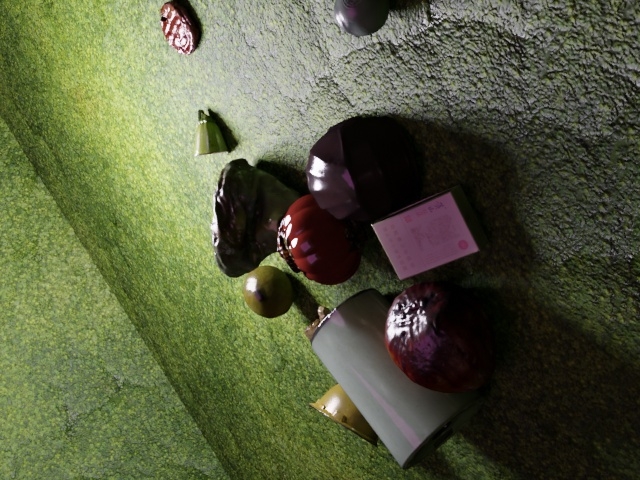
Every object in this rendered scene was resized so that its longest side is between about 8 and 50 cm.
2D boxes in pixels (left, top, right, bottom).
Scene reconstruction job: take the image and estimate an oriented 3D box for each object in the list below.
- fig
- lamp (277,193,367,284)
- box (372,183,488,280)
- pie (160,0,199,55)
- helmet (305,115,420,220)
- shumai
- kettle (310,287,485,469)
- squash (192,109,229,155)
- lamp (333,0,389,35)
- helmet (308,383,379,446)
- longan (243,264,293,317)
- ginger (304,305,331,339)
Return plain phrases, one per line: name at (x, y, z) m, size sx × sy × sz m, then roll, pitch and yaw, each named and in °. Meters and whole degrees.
fig at (0.264, 0.208, 1.610) m, size 0.263 × 0.224 × 0.224 m, roll 51°, pitch 148°, yaw 6°
lamp at (0.000, 0.000, 1.805) m, size 0.227 × 0.227 × 0.226 m, roll 35°, pitch 140°, yaw 35°
box at (0.224, -0.014, 1.561) m, size 0.201 × 0.058 × 0.141 m, roll -26°, pitch 94°, yaw 37°
pie at (-0.379, -0.571, 2.043) m, size 0.154 × 0.038 × 0.153 m, roll 34°, pitch 142°, yaw 32°
helmet at (0.063, -0.138, 1.644) m, size 0.305 × 0.177 × 0.224 m, roll -6°, pitch 112°, yaw 55°
shumai at (-0.133, -0.063, 2.017) m, size 0.264 × 0.304 × 0.309 m, roll 5°, pitch 124°, yaw 13°
kettle at (0.181, 0.334, 1.851) m, size 0.376 × 0.250 × 0.361 m, roll 48°, pitch 175°, yaw 23°
squash at (-0.314, -0.306, 2.137) m, size 0.105 × 0.105 × 0.132 m, roll 1°, pitch 98°, yaw 54°
lamp at (0.078, -0.440, 1.440) m, size 0.105 × 0.105 × 0.105 m, roll 35°, pitch 140°, yaw 35°
helmet at (0.094, 0.464, 2.127) m, size 0.205 × 0.140 × 0.257 m, roll 37°, pitch 171°, yaw -24°
longan at (-0.150, 0.149, 2.221) m, size 0.176 × 0.145 × 0.154 m, roll -23°, pitch -69°, yaw -83°
ginger at (0.002, 0.244, 2.165) m, size 0.069 × 0.051 × 0.173 m, roll 46°, pitch 142°, yaw 11°
